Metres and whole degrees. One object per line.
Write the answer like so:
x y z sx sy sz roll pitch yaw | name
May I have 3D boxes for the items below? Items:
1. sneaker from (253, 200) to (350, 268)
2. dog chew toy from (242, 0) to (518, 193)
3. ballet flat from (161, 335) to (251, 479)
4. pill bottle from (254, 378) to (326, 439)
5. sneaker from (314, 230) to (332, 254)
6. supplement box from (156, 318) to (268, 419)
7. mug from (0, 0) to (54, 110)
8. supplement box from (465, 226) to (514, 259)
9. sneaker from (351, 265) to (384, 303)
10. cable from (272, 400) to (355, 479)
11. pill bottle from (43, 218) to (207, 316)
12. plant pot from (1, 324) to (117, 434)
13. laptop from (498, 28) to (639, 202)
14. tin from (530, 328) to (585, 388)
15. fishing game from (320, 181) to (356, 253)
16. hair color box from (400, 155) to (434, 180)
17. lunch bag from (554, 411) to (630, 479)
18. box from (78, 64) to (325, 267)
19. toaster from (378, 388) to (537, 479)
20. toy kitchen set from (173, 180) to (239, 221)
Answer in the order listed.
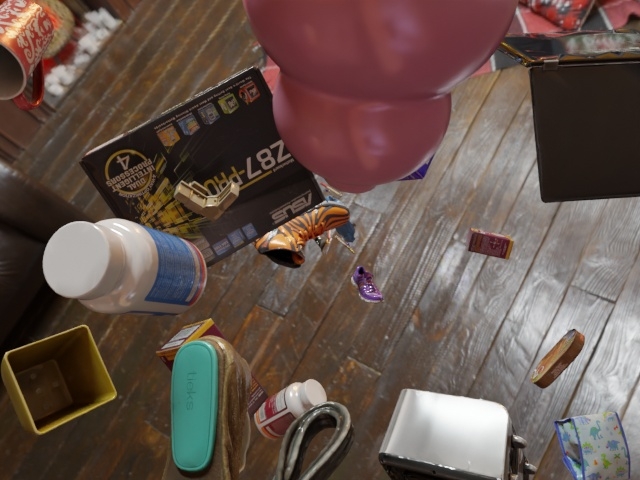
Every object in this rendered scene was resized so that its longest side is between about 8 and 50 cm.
-0.044 -0.008 1.641 0.321 0.124 0.180 -13 51 -13 | sneaker
0.038 -0.182 0.342 0.207 0.331 0.206 5 35 -3 | dog chew toy
-0.135 0.289 0.650 0.116 0.124 0.342 -8 67 26 | ballet flat
-0.062 0.358 1.161 0.152 0.086 0.086 -36 55 27 | pill bottle
0.000 0.000 1.817 0.065 0.158 0.061 19 110 -7 | sneaker
-0.198 0.246 1.002 0.104 0.188 0.081 -22 17 47 | supplement box
-0.530 -0.319 0.929 0.113 0.150 0.169 11 45 -13 | mug
0.344 0.006 1.112 0.083 0.055 0.043 12 104 6 | supplement box
0.149 0.141 1.744 0.068 0.071 0.170 -3 32 -28 | sneaker
-0.056 0.238 0.473 0.287 0.072 0.139 -38 24 -33 | cable
-0.254 0.038 0.733 0.124 0.221 0.124 -2 80 14 | pill bottle
-0.700 0.373 1.414 0.187 0.212 0.212 -29 84 40 | plant pot
0.586 -0.289 1.170 0.382 0.236 0.408 -4 32 -6 | laptop
0.628 0.315 1.441 0.040 0.106 0.189 37 118 14 | tin
0.075 -0.079 1.921 0.041 0.264 0.189 -29 35 -17 | fishing game
0.195 -0.274 1.620 0.339 0.110 0.185 6 63 54 | hair color box
0.637 0.486 1.267 0.129 0.096 0.151 -5 66 -11 | lunch bag
-0.234 -0.130 1.137 0.395 0.318 0.097 -29 22 -5 | box
0.174 0.288 0.705 0.186 0.168 0.110 -1 47 34 | toaster
-0.196 -0.094 0.947 0.075 0.083 0.068 -42 31 27 | toy kitchen set
